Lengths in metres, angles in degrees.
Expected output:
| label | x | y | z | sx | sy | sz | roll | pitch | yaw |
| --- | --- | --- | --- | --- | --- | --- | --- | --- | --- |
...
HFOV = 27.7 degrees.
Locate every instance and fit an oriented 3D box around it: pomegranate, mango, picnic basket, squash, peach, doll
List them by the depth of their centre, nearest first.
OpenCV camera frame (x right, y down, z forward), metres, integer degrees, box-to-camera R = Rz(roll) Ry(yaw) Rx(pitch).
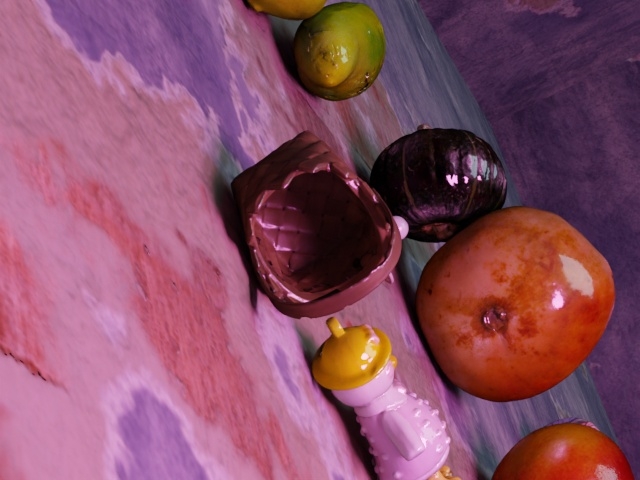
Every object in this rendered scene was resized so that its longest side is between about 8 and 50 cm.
| label | x | y | z | sx | sy | sz | roll | pitch | yaw |
| --- | --- | --- | --- | --- | --- | --- | --- | --- | --- |
| picnic basket | 0.000 | 0.000 | 1.097 | 0.137 | 0.128 | 0.178 | 55 | 7 | -30 |
| doll | 0.058 | 0.152 | 1.163 | 0.207 | 0.081 | 0.129 | 58 | -4 | -19 |
| peach | 0.291 | 0.318 | 1.559 | 0.197 | 0.197 | 0.197 | 59 | 14 | -25 |
| mango | -0.045 | -0.315 | 1.567 | 0.119 | 0.100 | 0.178 | 57 | 8 | 4 |
| mango | 0.022 | -0.236 | 1.645 | 0.233 | 0.111 | 0.125 | -65 | 142 | -67 |
| pomegranate | 0.250 | 0.082 | 1.681 | 0.229 | 0.252 | 0.270 | 47 | 12 | 12 |
| squash | 0.158 | -0.073 | 1.732 | 0.193 | 0.193 | 0.155 | 53 | 39 | -42 |

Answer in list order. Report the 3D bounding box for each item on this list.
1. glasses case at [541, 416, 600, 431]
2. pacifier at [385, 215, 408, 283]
| label | x | y | z | sx | sy | sz | roll | pitch | yaw |
| --- | --- | --- | --- | --- | --- | --- | --- | --- | --- |
| glasses case | 0.414 | 0.423 | 1.957 | 0.082 | 0.122 | 0.321 | 39 | 29 | -65 |
| pacifier | 0.064 | -0.001 | 1.474 | 0.099 | 0.078 | 0.081 | 57 | -6 | -29 |
